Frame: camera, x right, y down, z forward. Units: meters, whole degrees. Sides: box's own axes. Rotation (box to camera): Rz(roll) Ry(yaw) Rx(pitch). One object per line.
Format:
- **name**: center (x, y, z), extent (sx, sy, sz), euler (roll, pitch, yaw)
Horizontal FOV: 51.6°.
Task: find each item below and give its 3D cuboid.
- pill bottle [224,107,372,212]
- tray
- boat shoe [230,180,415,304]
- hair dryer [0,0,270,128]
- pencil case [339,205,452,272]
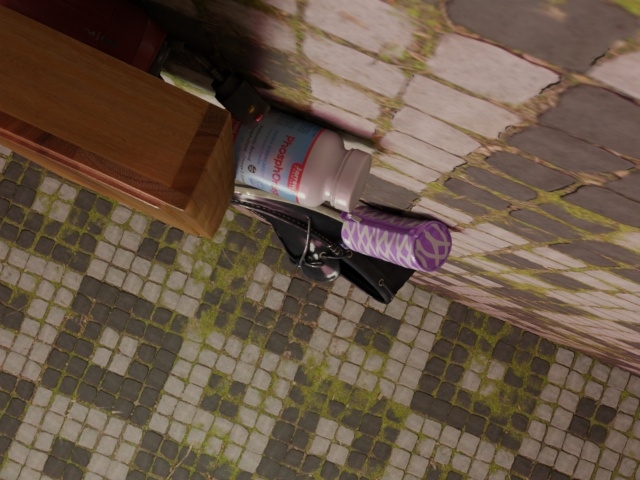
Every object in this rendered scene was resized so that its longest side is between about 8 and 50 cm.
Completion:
- **pill bottle**: center (-0.031, -0.088, 0.709), extent (0.160, 0.087, 0.087), euler (21, 176, 12)
- **tray**: center (-0.183, -0.078, 0.585), extent (0.202, 0.076, 0.411), euler (24, 174, -5)
- **boat shoe**: center (0.000, 0.000, 1.329), extent (0.500, 0.156, 0.186), euler (26, 177, -34)
- **hair dryer**: center (-0.207, -0.173, 0.597), extent (0.223, 0.080, 0.293), euler (21, 176, 36)
- **pencil case**: center (0.117, -0.009, 1.071), extent (0.206, 0.086, 0.088), euler (15, 149, 53)
